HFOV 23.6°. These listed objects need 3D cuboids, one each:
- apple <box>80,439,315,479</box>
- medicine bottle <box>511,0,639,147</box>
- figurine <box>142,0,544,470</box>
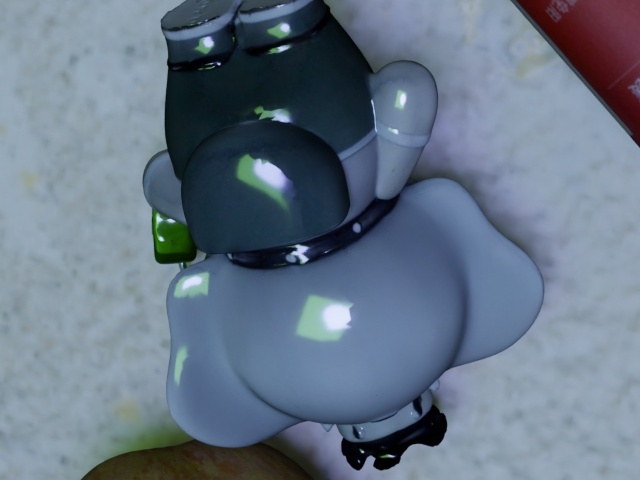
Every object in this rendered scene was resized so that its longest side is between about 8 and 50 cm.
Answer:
[{"bbox_3d":[-0.045,0.134,0.592,0.126,0.126,0.102,-33,55,18],"label":"apple"},{"bbox_3d":[0.118,-0.112,0.495,0.131,0.131,0.250,-41,88,18],"label":"medicine bottle"},{"bbox_3d":[0.000,0.000,0.554,0.147,0.126,0.192,-15,111,8],"label":"figurine"}]
